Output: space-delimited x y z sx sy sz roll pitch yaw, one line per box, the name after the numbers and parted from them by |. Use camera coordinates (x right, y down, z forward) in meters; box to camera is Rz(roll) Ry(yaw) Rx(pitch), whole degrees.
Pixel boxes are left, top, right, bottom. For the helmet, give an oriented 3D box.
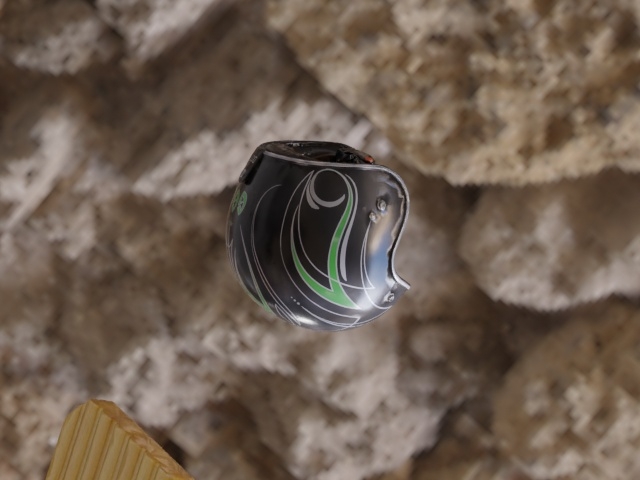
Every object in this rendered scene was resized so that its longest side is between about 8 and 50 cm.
0.000 0.000 1.619 0.169 0.169 0.161 -120 -144 -76 | helmet

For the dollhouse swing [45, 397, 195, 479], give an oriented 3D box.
-0.312 0.338 1.721 0.347 0.315 0.305 32 -59 58 | dollhouse swing
